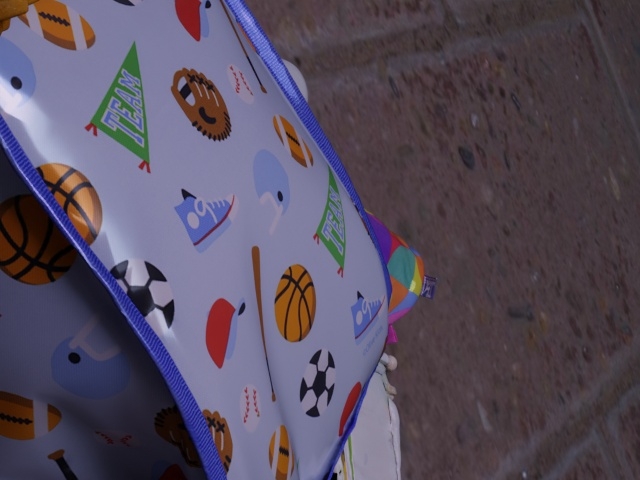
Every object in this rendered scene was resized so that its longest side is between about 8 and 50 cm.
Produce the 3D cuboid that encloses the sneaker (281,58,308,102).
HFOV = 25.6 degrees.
[{"bbox_3d":[-0.071,-0.127,1.222,0.258,0.091,0.094,-18,89,-58],"label":"sneaker"}]

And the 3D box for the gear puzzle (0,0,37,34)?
[{"bbox_3d":[-0.216,-0.145,0.795,0.176,0.339,0.044,-18,113,-19],"label":"gear puzzle"}]

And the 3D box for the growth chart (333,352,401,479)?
[{"bbox_3d":[0.037,0.188,1.253,0.172,0.021,0.237,40,42,-54],"label":"growth chart"}]

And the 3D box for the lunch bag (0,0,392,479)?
[{"bbox_3d":[-0.122,0.024,0.931,0.385,0.239,0.328,54,33,-14],"label":"lunch bag"}]

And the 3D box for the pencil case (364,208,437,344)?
[{"bbox_3d":[0.000,0.000,1.257,0.236,0.104,0.104,37,44,-39],"label":"pencil case"}]
